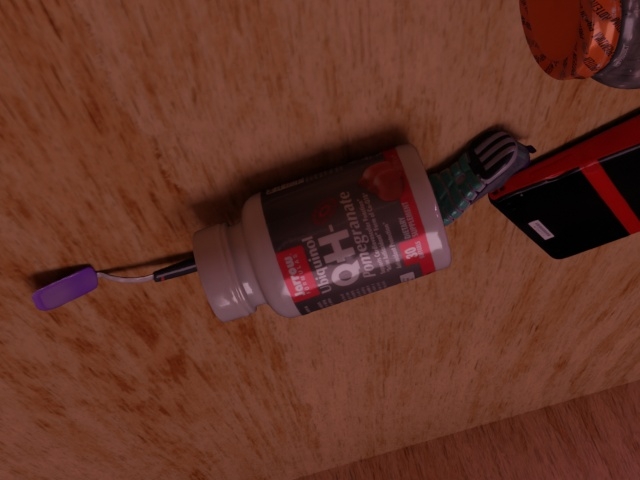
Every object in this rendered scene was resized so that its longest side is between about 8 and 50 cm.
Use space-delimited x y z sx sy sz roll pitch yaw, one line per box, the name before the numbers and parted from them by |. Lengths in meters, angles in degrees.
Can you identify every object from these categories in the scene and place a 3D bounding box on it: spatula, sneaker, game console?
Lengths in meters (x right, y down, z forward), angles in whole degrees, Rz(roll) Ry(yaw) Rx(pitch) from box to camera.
spatula | -0.268 0.051 1.338 0.296 0.030 0.084 -11 156 -12
sneaker | 0.210 -0.070 1.327 0.223 0.083 0.098 -35 154 34
game console | 0.486 -0.089 1.502 0.342 0.060 0.386 -22 155 23

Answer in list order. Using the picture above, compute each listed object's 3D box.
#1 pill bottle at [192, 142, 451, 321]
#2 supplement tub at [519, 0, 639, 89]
pill bottle | 0.000 0.000 1.224 0.318 0.176 0.176 -18 155 4
supplement tub | 0.371 -0.257 0.902 0.315 0.194 0.194 -11 155 -12
